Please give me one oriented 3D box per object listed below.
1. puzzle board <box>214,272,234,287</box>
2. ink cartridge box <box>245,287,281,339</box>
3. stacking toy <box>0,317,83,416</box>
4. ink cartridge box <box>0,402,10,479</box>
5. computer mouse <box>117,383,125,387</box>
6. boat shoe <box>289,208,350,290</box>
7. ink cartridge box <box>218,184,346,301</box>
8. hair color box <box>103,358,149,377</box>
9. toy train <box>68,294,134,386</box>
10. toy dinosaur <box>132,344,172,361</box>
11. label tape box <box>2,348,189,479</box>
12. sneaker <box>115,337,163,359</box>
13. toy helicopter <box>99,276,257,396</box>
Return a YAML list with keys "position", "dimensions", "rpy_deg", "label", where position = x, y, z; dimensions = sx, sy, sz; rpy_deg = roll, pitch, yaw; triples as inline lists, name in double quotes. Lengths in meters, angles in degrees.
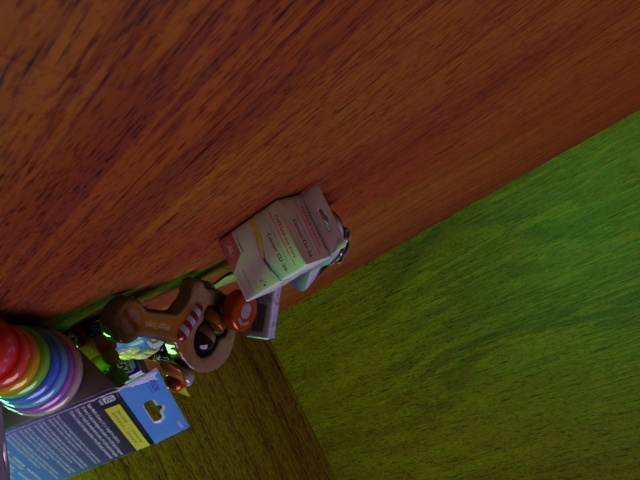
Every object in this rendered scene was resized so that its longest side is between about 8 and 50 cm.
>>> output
- position: [-0.188, 0.078, 1.793]
  dimensions: [0.128, 0.011, 0.096]
  rpy_deg: [-22, 171, -39]
  label: "puzzle board"
- position: [-0.103, 0.116, 1.679]
  dimensions: [0.066, 0.189, 0.232]
  rpy_deg: [8, 177, 11]
  label: "ink cartridge box"
- position: [-0.436, 0.174, 1.082]
  dimensions: [0.141, 0.141, 0.330]
  rpy_deg: [-25, 170, -11]
  label: "stacking toy"
- position: [-0.585, 0.332, 1.019]
  dimensions: [0.306, 0.131, 0.226]
  rpy_deg: [-1, 138, -18]
  label: "ink cartridge box"
- position: [-0.581, 0.455, 1.922]
  dimensions: [0.272, 0.072, 0.188]
  rpy_deg: [-33, -170, 12]
  label: "computer mouse"
- position: [0.003, 0.003, 1.459]
  dimensions: [0.105, 0.113, 0.306]
  rpy_deg: [-39, 166, -24]
  label: "boat shoe"
- position: [-0.063, 0.005, 1.222]
  dimensions: [0.198, 0.115, 0.067]
  rpy_deg: [-33, 171, 39]
  label: "ink cartridge box"
- position: [-0.638, 0.381, 2.032]
  dimensions: [0.339, 0.110, 0.185]
  rpy_deg: [-23, 171, -11]
  label: "hair color box"
- position: [-0.403, 0.216, 1.449]
  dimensions: [0.248, 0.143, 0.105]
  rpy_deg: [-30, 173, 33]
  label: "toy train"
- position: [-0.392, 0.272, 2.010]
  dimensions: [0.218, 0.164, 0.322]
  rpy_deg: [-12, -158, 24]
  label: "toy dinosaur"
- position: [-0.435, 0.308, 1.354]
  dimensions: [0.348, 0.115, 0.249]
  rpy_deg: [-22, 145, -9]
  label: "label tape box"
- position: [-0.384, 0.202, 1.661]
  dimensions: [0.126, 0.091, 0.240]
  rpy_deg: [-29, 172, 21]
  label: "sneaker"
- position: [-0.282, 0.181, 1.446]
  dimensions: [0.140, 0.234, 0.355]
  rpy_deg: [11, 175, 32]
  label: "toy helicopter"
